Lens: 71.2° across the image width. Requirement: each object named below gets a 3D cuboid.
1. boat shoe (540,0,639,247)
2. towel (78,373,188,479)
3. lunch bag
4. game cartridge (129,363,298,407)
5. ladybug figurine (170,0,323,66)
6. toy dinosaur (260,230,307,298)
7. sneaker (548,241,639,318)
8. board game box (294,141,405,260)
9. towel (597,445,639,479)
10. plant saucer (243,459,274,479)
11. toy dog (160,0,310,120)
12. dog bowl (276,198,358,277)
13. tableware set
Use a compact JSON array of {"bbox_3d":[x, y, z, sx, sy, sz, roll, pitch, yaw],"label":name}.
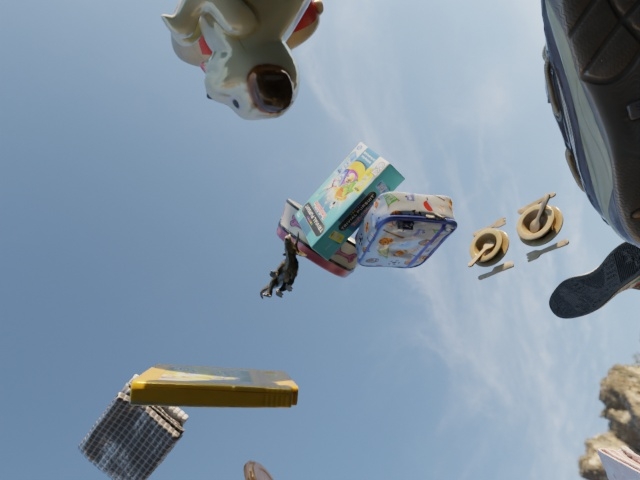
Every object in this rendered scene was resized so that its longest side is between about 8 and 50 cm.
[{"bbox_3d":[0.242,-0.164,0.384,0.132,0.130,0.355,-17,-73,4],"label":"boat shoe"},{"bbox_3d":[-0.566,0.591,1.349,0.235,0.121,0.284,38,-80,5],"label":"towel"},{"bbox_3d":[0.242,-0.021,1.270,0.243,0.303,0.115,5,-119,-13],"label":"lunch bag"},{"bbox_3d":[-0.223,0.317,0.989,0.323,0.285,0.053,4,-99,-11],"label":"game cartridge"},{"bbox_3d":[-0.215,-0.635,1.258,0.162,0.449,0.305,76,180,-57],"label":"ladybug figurine"},{"bbox_3d":[-0.129,0.127,1.627,0.121,0.313,0.160,30,-137,7],"label":"toy dinosaur"},{"bbox_3d":[0.763,0.105,1.176,0.178,0.295,0.124,4,-130,-35],"label":"sneaker"},{"bbox_3d":[0.078,-0.133,1.412,0.079,0.254,0.336,38,-80,-28],"label":"board game box"},{"bbox_3d":[0.525,0.461,0.558,0.053,0.317,0.332,-20,-97,-2],"label":"towel"},{"bbox_3d":[-0.085,0.371,0.677,0.013,0.083,0.083,-38,-63,-2],"label":"plant saucer"},{"bbox_3d":[-0.143,-0.471,0.973,0.395,0.284,0.408,-1,-77,-25],"label":"toy dog"},{"bbox_3d":[0.000,0.000,1.812,0.408,0.408,0.150,29,-84,-35],"label":"dog bowl"},{"bbox_3d":[0.371,-0.012,0.873,0.039,0.194,0.128,31,-133,-27],"label":"tableware set"}]
